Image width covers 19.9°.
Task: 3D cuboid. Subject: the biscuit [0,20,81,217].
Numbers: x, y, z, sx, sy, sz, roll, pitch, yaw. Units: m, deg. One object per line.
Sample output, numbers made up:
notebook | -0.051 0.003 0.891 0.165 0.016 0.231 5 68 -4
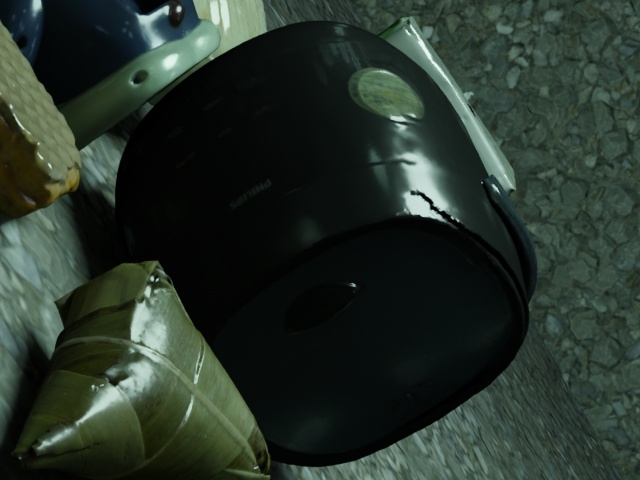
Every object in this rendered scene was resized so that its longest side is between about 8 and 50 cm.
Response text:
biscuit | -0.257 -0.179 1.043 0.378 0.054 0.094 58 11 -4

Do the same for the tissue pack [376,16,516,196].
tissue pack | 0.019 -0.056 1.453 0.159 0.229 0.145 56 10 -8

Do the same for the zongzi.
zongzi | -0.090 0.115 0.958 0.160 0.078 0.176 54 22 -23

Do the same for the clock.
clock | -0.176 -0.188 1.164 0.243 0.146 0.199 56 37 -6

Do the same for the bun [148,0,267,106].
bun | -0.141 -0.197 1.371 0.239 0.141 0.239 57 15 -25

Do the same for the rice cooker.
rice cooker | 0.000 0.000 1.201 0.267 0.267 0.224 47 13 -45
